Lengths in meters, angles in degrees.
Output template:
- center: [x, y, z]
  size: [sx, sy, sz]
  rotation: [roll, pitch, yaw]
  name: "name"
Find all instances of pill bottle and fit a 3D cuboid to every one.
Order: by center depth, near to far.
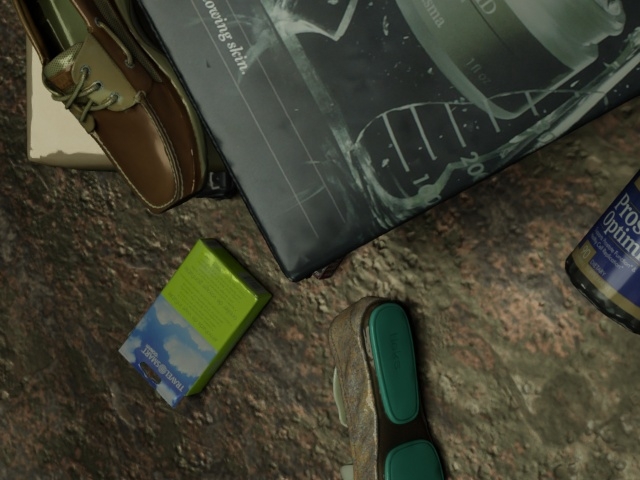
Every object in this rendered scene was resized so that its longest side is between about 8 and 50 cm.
- center: [0.357, -0.020, 1.698]
  size: [0.123, 0.123, 0.219]
  rotation: [43, 109, 18]
  name: "pill bottle"

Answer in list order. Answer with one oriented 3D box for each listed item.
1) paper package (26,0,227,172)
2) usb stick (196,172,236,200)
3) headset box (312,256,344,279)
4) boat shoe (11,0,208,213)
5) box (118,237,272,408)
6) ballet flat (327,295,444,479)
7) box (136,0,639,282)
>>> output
- center: [-0.150, -0.230, 1.867]
  size: [0.324, 0.168, 0.310]
  rotation: [1, 92, 7]
  name: "paper package"
- center: [-0.134, -0.186, 1.978]
  size: [0.077, 0.045, 0.278]
  rotation: [0, 93, 29]
  name: "usb stick"
- center: [0.000, 0.000, 1.926]
  size: [0.062, 0.032, 0.083]
  rotation: [41, 110, 20]
  name: "headset box"
- center: [-0.232, -0.173, 1.721]
  size: [0.122, 0.120, 0.324]
  rotation: [-33, 83, 39]
  name: "boat shoe"
- center: [-0.149, 0.098, 1.999]
  size: [0.109, 0.042, 0.178]
  rotation: [44, 110, 19]
  name: "box"
- center: [0.068, 0.221, 1.879]
  size: [0.106, 0.107, 0.316]
  rotation: [-13, 81, 46]
  name: "ballet flat"
- center: [0.068, -0.277, 1.619]
  size: [0.471, 0.297, 0.480]
  rotation: [-29, 90, 1]
  name: "box"
